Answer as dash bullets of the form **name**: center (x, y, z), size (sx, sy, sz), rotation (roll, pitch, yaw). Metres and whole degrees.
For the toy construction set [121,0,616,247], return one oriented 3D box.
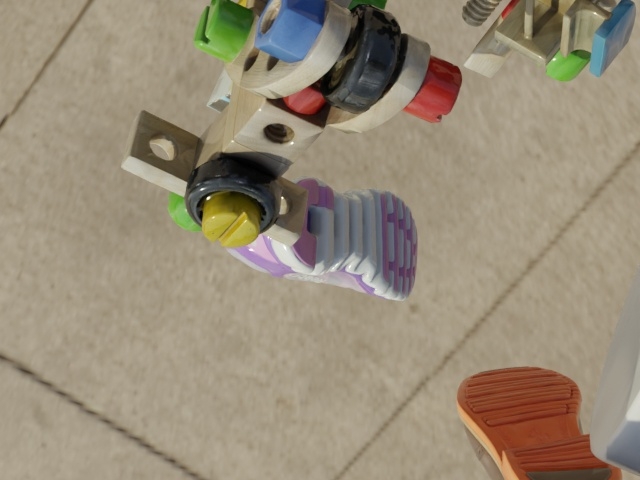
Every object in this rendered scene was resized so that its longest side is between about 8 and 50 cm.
- **toy construction set**: center (0.009, -0.118, 0.988), size (0.309, 0.257, 0.237), rotation (0, 143, -35)

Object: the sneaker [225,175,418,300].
- **sneaker**: center (0.000, 0.000, 1.384), size (0.104, 0.236, 0.095), rotation (-7, 76, 34)

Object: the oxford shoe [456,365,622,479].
- **oxford shoe**: center (0.214, 0.232, 1.593), size (0.130, 0.364, 0.133), rotation (-7, 108, -1)

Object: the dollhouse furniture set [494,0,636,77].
- **dollhouse furniture set**: center (0.185, -0.174, 0.855), size (0.129, 0.184, 0.129), rotation (34, 72, 19)

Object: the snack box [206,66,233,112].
- **snack box**: center (-0.037, -0.248, 1.858), size (0.060, 0.322, 0.187), rotation (26, 81, -15)

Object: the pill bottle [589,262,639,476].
- **pill bottle**: center (0.316, 0.075, 0.553), size (0.407, 0.229, 0.229), rotation (22, 116, 6)
